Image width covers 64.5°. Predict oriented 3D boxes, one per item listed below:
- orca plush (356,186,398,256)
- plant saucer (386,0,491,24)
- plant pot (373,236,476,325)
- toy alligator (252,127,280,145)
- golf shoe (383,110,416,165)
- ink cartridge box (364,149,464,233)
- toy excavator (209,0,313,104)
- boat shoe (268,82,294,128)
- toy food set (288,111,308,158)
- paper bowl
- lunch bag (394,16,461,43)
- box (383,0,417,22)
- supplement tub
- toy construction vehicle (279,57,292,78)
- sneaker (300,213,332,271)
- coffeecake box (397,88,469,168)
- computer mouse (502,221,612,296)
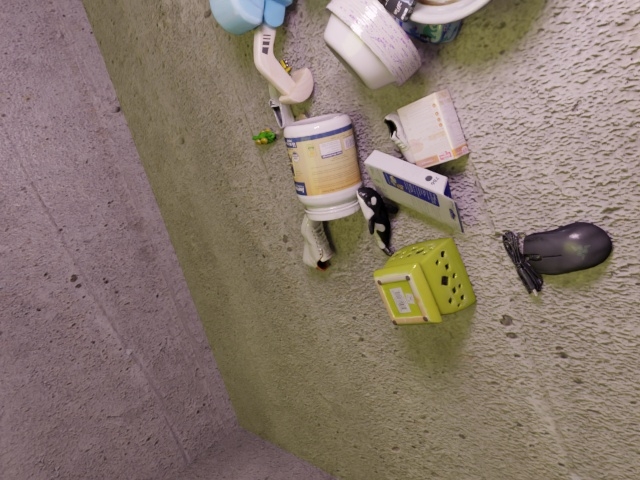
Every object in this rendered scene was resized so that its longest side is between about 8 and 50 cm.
[{"bbox_3d":[0.210,-0.067,1.664,0.102,0.151,0.287,-15,117,15],"label":"orca plush"},{"bbox_3d":[0.284,-0.679,1.088,0.400,0.100,0.401,20,120,39],"label":"plant saucer"},{"bbox_3d":[0.310,0.142,1.586,0.227,0.207,0.228,-16,100,52],"label":"plant pot"},{"bbox_3d":[-0.201,-0.405,2.000,0.051,0.056,0.189,34,158,-36],"label":"toy alligator"},{"bbox_3d":[0.238,-0.297,1.508,0.069,0.086,0.176,-23,94,51],"label":"golf shoe"},{"bbox_3d":[0.289,-0.148,1.498,0.332,0.065,0.165,32,164,36],"label":"ink cartridge box"},{"bbox_3d":[-0.200,-0.704,1.636,0.222,0.432,0.445,10,92,52],"label":"toy excavator"},{"bbox_3d":[-0.158,-0.502,1.874,0.066,0.063,0.184,-2,110,51],"label":"boat shoe"},{"bbox_3d":[-0.047,-0.362,1.857,0.132,0.038,0.192,35,130,22],"label":"toy food set"},{"bbox_3d":[0.121,-0.514,1.336,0.148,0.284,0.284,-44,71,10],"label":"paper bowl"},{"bbox_3d":[0.279,-0.616,1.266,0.176,0.090,0.219,41,137,31],"label":"lunch bag"},{"bbox_3d":[0.188,-0.550,1.149,0.067,0.018,0.083,48,134,21],"label":"box"},{"bbox_3d":[0.016,-0.244,1.686,0.228,0.228,0.316,9,118,47],"label":"supplement tub"},{"bbox_3d":[-0.127,-0.588,1.817,0.086,0.035,0.098,-25,94,42],"label":"toy construction vehicle"},{"bbox_3d":[0.000,0.000,1.971,0.123,0.106,0.290,29,141,29],"label":"sneaker"},{"bbox_3d":[0.314,-0.308,1.424,0.142,0.068,0.186,-11,103,52],"label":"coffeecake box"},{"bbox_3d":[0.595,0.041,1.295,0.272,0.072,0.189,-27,89,53],"label":"computer mouse"}]
